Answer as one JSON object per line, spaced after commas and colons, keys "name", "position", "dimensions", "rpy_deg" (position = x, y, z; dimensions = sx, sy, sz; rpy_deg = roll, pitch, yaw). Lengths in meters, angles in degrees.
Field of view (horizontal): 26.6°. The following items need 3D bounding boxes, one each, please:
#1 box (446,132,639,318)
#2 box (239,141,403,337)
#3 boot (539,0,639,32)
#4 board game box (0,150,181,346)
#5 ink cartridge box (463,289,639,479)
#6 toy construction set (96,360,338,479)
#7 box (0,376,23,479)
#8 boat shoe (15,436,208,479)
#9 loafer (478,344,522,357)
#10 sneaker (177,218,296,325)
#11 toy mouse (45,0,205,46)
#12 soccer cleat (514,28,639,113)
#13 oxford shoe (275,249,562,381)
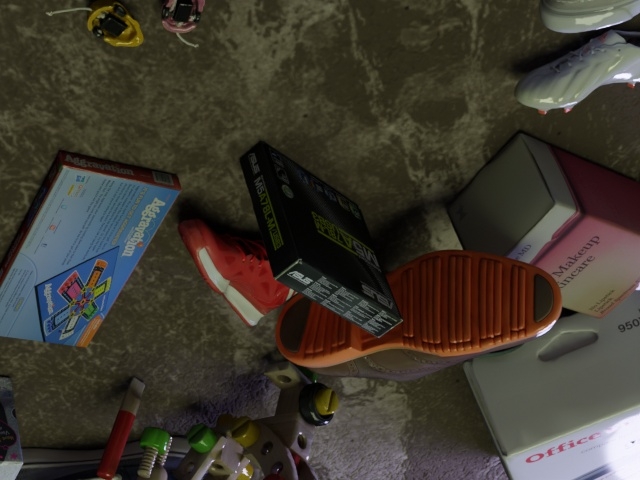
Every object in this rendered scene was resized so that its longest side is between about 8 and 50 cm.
{"name": "box", "position": [0.300, -0.013, 1.682], "dimensions": [0.232, 0.127, 0.148], "rpy_deg": [17, 129, -36]}
{"name": "box", "position": [0.000, 0.000, 1.530], "dimensions": [0.045, 0.184, 0.191], "rpy_deg": [-39, 136, 19]}
{"name": "boot", "position": [0.338, -0.318, 1.398], "dimensions": [0.258, 0.095, 0.123], "rpy_deg": [-26, 134, -6]}
{"name": "board game box", "position": [-0.284, 0.018, 1.558], "dimensions": [0.145, 0.027, 0.281], "rpy_deg": [12, 131, -30]}
{"name": "ink cartridge box", "position": [0.394, 0.267, 1.974], "dimensions": [0.285, 0.166, 0.395], "rpy_deg": [-23, 147, 4]}
{"name": "toy construction set", "position": [-0.117, 0.257, 1.801], "dimensions": [0.309, 0.237, 0.257], "rpy_deg": [26, 150, -19]}
{"name": "box", "position": [-0.488, 0.295, 1.697], "dimensions": [0.163, 0.142, 0.247], "rpy_deg": [9, 133, -29]}
{"name": "boat shoe", "position": [-0.282, 0.370, 1.851], "dimensions": [0.340, 0.158, 0.127], "rpy_deg": [-2, 137, -20]}
{"name": "loafer", "position": [0.167, 0.095, 1.781], "dimensions": [0.267, 0.096, 0.084], "rpy_deg": [4, 129, -23]}
{"name": "sneaker", "position": [-0.078, 0.010, 1.607], "dimensions": [0.128, 0.087, 0.221], "rpy_deg": [-32, 151, 2]}
{"name": "toy mouse", "position": [-0.161, -0.246, 1.308], "dimensions": [0.161, 0.031, 0.143], "rpy_deg": [22, 125, -39]}
{"name": "soccer cleat", "position": [0.308, -0.200, 1.529], "dimensions": [0.196, 0.068, 0.076], "rpy_deg": [-16, 135, -15]}
{"name": "oxford shoe", "position": [0.131, 0.100, 1.634], "dimensions": [0.364, 0.130, 0.133], "rpy_deg": [-8, 151, 30]}
